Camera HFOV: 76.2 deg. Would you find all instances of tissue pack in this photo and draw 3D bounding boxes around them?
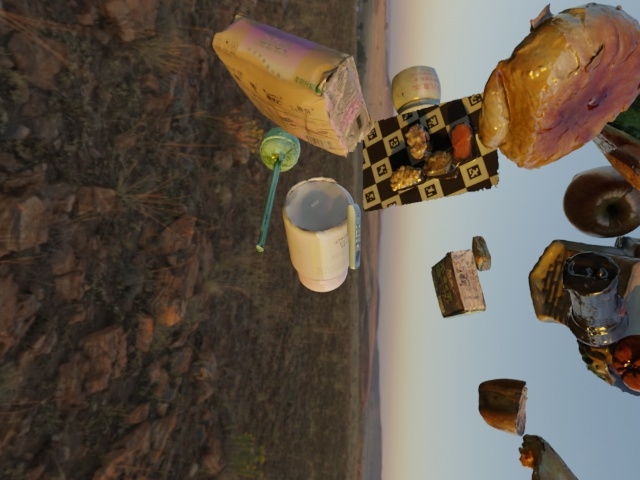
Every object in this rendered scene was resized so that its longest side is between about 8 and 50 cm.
[{"bbox_3d":[0.390,0.133,1.181,0.235,0.073,0.173,85,-5,-74],"label":"tissue pack"},{"bbox_3d":[-0.046,-0.275,0.748,0.123,0.257,0.215,-57,156,-7],"label":"tissue pack"}]

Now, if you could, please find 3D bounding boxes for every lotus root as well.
[{"bbox_3d":[0.504,0.467,1.129,0.095,0.135,0.159,-19,96,-46],"label":"lotus root"}]

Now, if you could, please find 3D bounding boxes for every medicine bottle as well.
[{"bbox_3d":[0.000,0.000,1.315,0.378,0.214,0.213,87,9,-55],"label":"medicine bottle"},{"bbox_3d":[0.293,-0.430,1.240,0.147,0.147,0.143,54,30,-77],"label":"medicine bottle"}]

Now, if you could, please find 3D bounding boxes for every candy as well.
[{"bbox_3d":[-0.123,-0.143,1.071,0.119,0.119,0.439,82,8,-49],"label":"candy"}]

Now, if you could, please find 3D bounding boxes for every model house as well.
[{"bbox_3d":[0.845,0.180,1.136,0.400,0.446,0.395,-126,-138,-75],"label":"model house"}]

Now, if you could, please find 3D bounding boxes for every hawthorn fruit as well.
[{"bbox_3d":[0.707,0.266,0.873,0.125,0.140,0.125,-157,-90,-89],"label":"hawthorn fruit"}]

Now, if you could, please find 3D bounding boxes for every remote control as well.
[{"bbox_3d":[0.083,-0.012,1.029,0.061,0.029,0.162,-12,104,-69],"label":"remote control"}]

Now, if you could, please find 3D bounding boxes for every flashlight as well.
[{"bbox_3d":[0.429,0.093,0.635,0.232,0.093,0.093,43,45,-47],"label":"flashlight"}]

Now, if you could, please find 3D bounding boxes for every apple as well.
[{"bbox_3d":[0.819,-0.112,1.176,0.188,0.211,0.211,-41,135,-56],"label":"apple"}]

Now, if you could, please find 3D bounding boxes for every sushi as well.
[{"bbox_3d":[0.186,-0.165,0.775,0.043,0.280,0.192,6,82,-51],"label":"sushi"}]

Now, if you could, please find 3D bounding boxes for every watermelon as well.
[{"bbox_3d":[0.787,-0.269,0.936,0.293,0.250,0.283,26,35,-35],"label":"watermelon"}]

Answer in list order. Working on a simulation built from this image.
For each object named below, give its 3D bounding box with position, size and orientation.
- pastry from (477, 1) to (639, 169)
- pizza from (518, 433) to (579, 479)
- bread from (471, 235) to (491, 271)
[{"bbox_3d":[0.326,-0.199,0.550,0.218,0.229,0.100,93,-27,-49],"label":"pastry"},{"bbox_3d":[0.311,0.365,0.472,0.056,0.134,0.271,-61,-137,35],"label":"pizza"},{"bbox_3d":[0.558,0.045,1.426,0.132,0.053,0.074,-81,159,-47],"label":"bread"}]
